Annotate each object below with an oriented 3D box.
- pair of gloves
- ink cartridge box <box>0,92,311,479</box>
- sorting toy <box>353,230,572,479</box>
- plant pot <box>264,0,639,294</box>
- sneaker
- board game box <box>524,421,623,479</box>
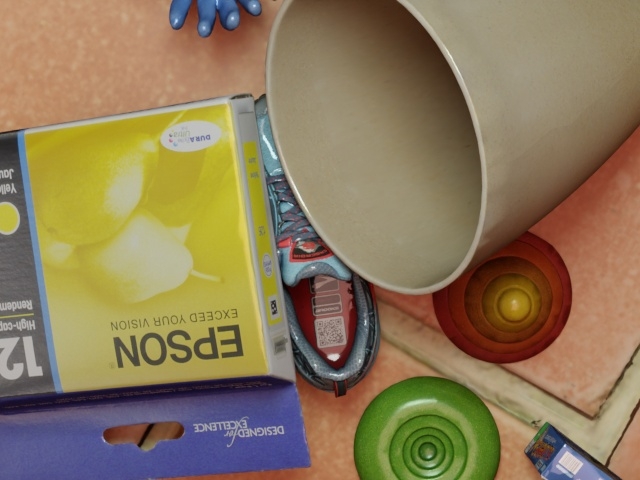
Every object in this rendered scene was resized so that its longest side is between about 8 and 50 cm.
[{"bbox_3d":[-0.034,-0.230,1.619,0.198,0.159,0.023,-20,127,4],"label":"pair of gloves"},{"bbox_3d":[-0.175,0.052,1.620,0.304,0.072,0.307,-7,91,23],"label":"ink cartridge box"},{"bbox_3d":[0.103,0.161,1.645,0.127,0.126,0.365,26,92,-1],"label":"sorting toy"},{"bbox_3d":[0.140,-0.121,1.564,0.274,0.256,0.256,-22,93,-34],"label":"plant pot"},{"bbox_3d":[0.000,0.000,1.637,0.104,0.125,0.262,-16,93,0],"label":"sneaker"},{"bbox_3d":[0.264,0.233,1.642,0.201,0.136,0.035,38,92,-1],"label":"board game box"}]
